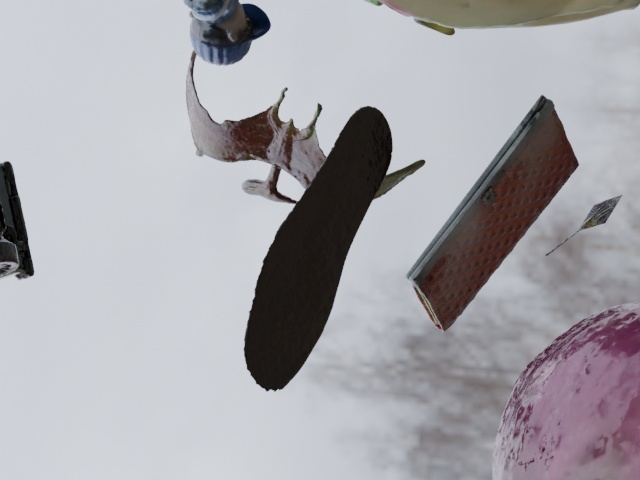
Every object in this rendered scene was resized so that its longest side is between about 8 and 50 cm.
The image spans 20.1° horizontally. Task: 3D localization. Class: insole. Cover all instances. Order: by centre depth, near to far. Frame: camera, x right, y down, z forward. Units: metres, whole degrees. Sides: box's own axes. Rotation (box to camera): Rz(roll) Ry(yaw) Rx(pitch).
[{"bbox_3d":[0.000,0.000,1.739,0.111,0.007,0.327,52,-129,-38],"label":"insole"}]

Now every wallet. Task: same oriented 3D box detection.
[{"bbox_3d":[0.146,-0.019,1.510,0.196,0.020,0.103,-52,-33,-14],"label":"wallet"}]

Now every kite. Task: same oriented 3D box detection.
[{"bbox_3d":[0.222,-0.015,1.514,0.002,0.078,0.044,46,-144,-16],"label":"kite"}]

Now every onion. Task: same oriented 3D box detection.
[{"bbox_3d":[0.302,0.151,1.224,0.358,0.358,0.345,65,-140,-51],"label":"onion"}]

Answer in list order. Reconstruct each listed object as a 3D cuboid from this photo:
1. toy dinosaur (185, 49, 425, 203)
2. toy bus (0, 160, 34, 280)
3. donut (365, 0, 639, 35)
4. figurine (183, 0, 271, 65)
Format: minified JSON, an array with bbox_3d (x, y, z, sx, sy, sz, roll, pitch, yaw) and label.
[{"bbox_3d":[-0.031,-0.142,2.478,0.113,0.327,0.206,-64,-30,-42],"label":"toy dinosaur"},{"bbox_3d":[-0.449,-0.030,1.875,0.305,0.179,0.143,26,-132,-67],"label":"toy bus"},{"bbox_3d":[0.153,-0.293,1.345,0.307,0.371,0.150,85,-176,-51],"label":"donut"},{"bbox_3d":[-0.116,-0.256,2.018,0.087,0.086,0.149,-60,-26,-14],"label":"figurine"}]
